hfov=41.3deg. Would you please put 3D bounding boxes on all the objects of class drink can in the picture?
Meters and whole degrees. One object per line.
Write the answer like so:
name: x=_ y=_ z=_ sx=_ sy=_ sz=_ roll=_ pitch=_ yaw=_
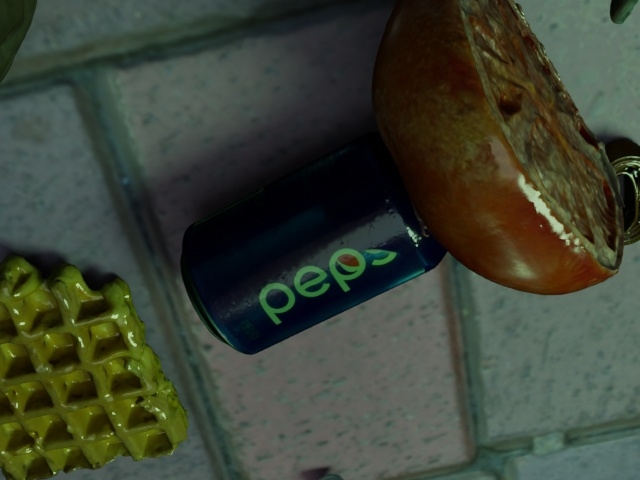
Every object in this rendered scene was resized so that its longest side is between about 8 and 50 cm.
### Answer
drink can: x=0.000 y=0.000 z=0.654 sx=0.204 sy=0.118 sz=0.118 roll=-26 pitch=119 yaw=14

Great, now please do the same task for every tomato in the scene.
tomato: x=0.113 y=-0.067 z=0.569 sx=0.095 sy=0.237 sz=0.237 roll=-26 pitch=121 yaw=31

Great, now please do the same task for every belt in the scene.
belt: x=0.242 y=-0.039 z=0.692 sx=0.059 sy=0.036 sz=0.083 roll=-6 pitch=122 yaw=8

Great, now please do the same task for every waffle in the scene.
waffle: x=-0.255 y=0.113 z=0.743 sx=0.229 sy=0.057 sz=0.219 roll=-12 pitch=121 yaw=5

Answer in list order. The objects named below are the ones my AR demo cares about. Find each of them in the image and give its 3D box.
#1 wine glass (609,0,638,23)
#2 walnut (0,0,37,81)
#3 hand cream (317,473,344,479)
wine glass: x=0.075 y=-0.290 z=0.517 sx=0.309 sy=0.264 sz=0.096 roll=22 pitch=155 yaw=8
walnut: x=-0.271 y=-0.162 z=0.494 sx=0.224 sy=0.224 sz=0.224 roll=-1 pitch=122 yaw=-2
hand cream: x=0.019 y=0.311 z=0.890 sx=0.065 sy=0.043 sz=0.171 roll=-4 pitch=126 yaw=5
